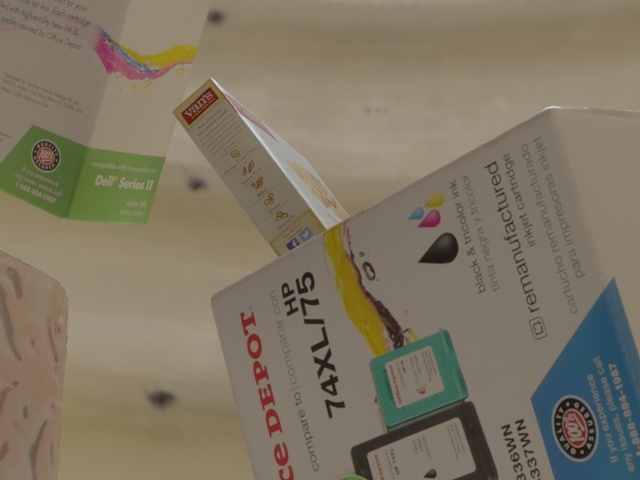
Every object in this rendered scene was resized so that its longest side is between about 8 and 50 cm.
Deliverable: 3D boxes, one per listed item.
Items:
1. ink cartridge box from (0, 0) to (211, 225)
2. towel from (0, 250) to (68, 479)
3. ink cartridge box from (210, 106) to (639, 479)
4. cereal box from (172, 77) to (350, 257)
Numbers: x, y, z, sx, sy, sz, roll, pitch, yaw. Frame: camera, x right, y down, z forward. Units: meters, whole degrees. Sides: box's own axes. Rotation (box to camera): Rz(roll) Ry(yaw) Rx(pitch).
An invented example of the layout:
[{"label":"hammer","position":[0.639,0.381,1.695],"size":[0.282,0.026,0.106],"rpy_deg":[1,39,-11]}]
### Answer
[{"label":"ink cartridge box","position":[-0.214,-0.212,1.561],"size":[0.207,0.119,0.354],"rpy_deg":[23,-79,33]},{"label":"towel","position":[-0.305,0.142,1.257],"size":[0.053,0.317,0.332],"rpy_deg":[-14,-117,31]},{"label":"ink cartridge box","position":[0.113,0.073,0.950],"size":[0.270,0.197,0.198],"rpy_deg":[-29,-111,41]},{"label":"cereal box","position":[0.000,0.000,1.272],"size":[0.047,0.173,0.240],"rpy_deg":[-41,-123,7]}]
